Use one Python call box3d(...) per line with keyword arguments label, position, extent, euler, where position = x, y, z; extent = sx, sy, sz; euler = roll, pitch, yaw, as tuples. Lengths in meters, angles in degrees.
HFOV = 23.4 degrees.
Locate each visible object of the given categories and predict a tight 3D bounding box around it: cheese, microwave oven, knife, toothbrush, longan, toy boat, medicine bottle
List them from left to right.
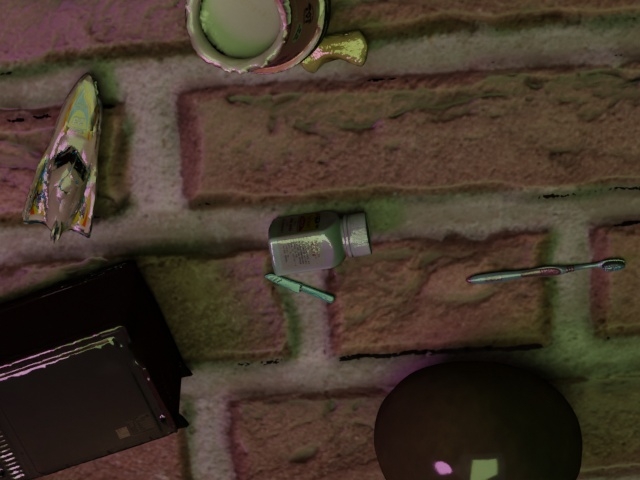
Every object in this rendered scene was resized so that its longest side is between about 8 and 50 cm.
box3d(label="microwave oven", position=(-0.302, 0.159, 1.868), extent=(0.247, 0.188, 0.178), euler=(-19, 114, 6))
box3d(label="toy boat", position=(-0.295, -0.101, 1.827), extent=(0.084, 0.066, 0.210), euler=(14, 111, -3))
box3d(label="knife", position=(-0.026, 0.059, 1.903), extent=(0.091, 0.005, 0.014), euler=(22, 109, -4))
box3d(label="medicine bottle", position=(0.000, 0.000, 1.841), extent=(0.118, 0.074, 0.055), euler=(-8, 110, 7))
box3d(label="cheese", position=(0.015, -0.216, 1.778), extent=(0.083, 0.030, 0.044), euler=(-10, 96, 13))
box3d(label="longan", position=(0.185, 0.243, 1.848), extent=(0.246, 0.246, 0.215), euler=(29, 97, -7))
box3d(label="toothbrush", position=(0.272, 0.039, 1.870), extent=(0.193, 0.019, 0.013), euler=(-6, 111, 8))

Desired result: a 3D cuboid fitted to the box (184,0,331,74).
box3d(label="box", position=(-0.076, -0.253, 1.704), extent=(0.151, 0.135, 0.151), euler=(3, 104, 14))
